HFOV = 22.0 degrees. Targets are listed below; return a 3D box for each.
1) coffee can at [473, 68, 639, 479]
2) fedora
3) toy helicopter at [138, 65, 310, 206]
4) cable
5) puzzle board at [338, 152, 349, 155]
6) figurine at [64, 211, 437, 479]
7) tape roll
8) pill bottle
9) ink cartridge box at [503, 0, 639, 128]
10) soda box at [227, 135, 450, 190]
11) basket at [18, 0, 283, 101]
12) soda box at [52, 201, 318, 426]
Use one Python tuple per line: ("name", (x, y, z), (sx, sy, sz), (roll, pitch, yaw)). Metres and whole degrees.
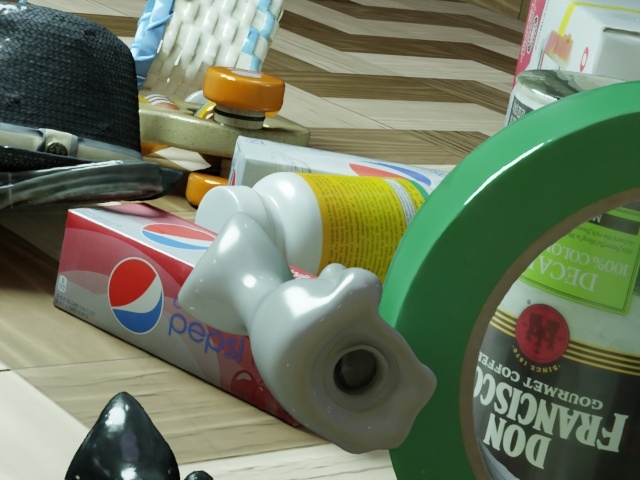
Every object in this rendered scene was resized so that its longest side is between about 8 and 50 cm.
("coffee can", (0.204, 0.038, 1.154), (0.201, 0.275, 0.201), (11, 15, -3))
("fedora", (-0.283, -0.128, 1.469), (0.334, 0.153, 0.334), (6, -4, 0))
("toy helicopter", (-0.182, -0.141, 1.776), (0.355, 0.140, 0.235), (13, 13, 11))
("cable", (-0.274, -0.022, 1.330), (0.287, 0.072, 0.139), (1, -15, -12))
("puzzle board", (0.026, -0.084, 1.955), (0.096, 0.011, 0.128), (21, 17, 34))
("figurine", (-0.056, 0.092, 0.907), (0.092, 0.215, 0.209), (33, 0, -30))
("tape roll", (0.192, 0.073, 0.933), (0.321, 0.321, 0.077), (10, 15, -6))
("pill bottle", (0.000, 0.000, 1.433), (0.208, 0.118, 0.117), (1, 19, -33))
("ink cartridge box", (0.309, -0.118, 1.782), (0.160, 0.279, 0.385), (10, 15, -5))
("soda box", (0.052, -0.025, 1.602), (0.286, 0.098, 0.091), (10, 16, -10))
("basket", (-0.210, -0.253, 1.937), (0.289, 0.201, 0.255), (17, -23, -16))
("soda box", (-0.081, 0.050, 1.259), (0.263, 0.083, 0.092), (22, 18, 34))
